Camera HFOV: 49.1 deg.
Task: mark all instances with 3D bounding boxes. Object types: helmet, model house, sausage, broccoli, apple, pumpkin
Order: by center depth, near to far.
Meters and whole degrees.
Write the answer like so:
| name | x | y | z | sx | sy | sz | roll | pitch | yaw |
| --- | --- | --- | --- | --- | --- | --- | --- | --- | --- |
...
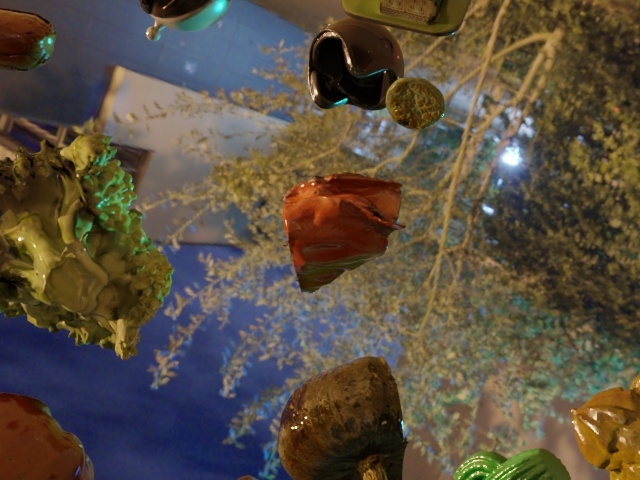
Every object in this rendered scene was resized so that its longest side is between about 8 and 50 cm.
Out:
| name | x | y | z | sx | sy | sz | roll | pitch | yaw |
| --- | --- | --- | --- | --- | --- | --- | --- | --- | --- |
| apple | -0.368 | 0.287 | 0.769 | 0.234 | 0.234 | 0.234 | 22 | -170 | -4 |
| broccoli | -0.370 | 0.036 | 0.996 | 0.293 | 0.348 | 0.281 | -28 | -166 | -18 |
| sausage | -0.572 | -0.315 | 1.064 | 0.330 | 0.102 | 0.102 | 7 | -170 | 0 |
| model house | 0.161 | -0.511 | 1.146 | 0.218 | 0.205 | 0.279 | 16 | 146 | 10 |
| pumpkin | 0.038 | 0.387 | 1.311 | 0.232 | 0.325 | 0.242 | -12 | -148 | -9 |
| helmet | 0.079 | -0.377 | 1.505 | 0.216 | 0.193 | 0.189 | 39 | 148 | -14 |

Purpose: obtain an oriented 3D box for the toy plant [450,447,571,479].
| name | x | y | z | sx | sy | sz | roll | pitch | yaw |
| --- | --- | --- | --- | --- | --- | --- | --- | --- | --- |
| toy plant | 0.260 | 0.385 | 1.022 | 0.088 | 0.240 | 0.155 | -2 | -112 | -46 |

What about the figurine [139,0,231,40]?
| name | x | y | z | sx | sy | sz | roll | pitch | yaw |
| --- | --- | --- | --- | --- | --- | --- | --- | --- | --- |
| figurine | -0.195 | -0.523 | 1.328 | 0.281 | 0.370 | 0.167 | 43 | 163 | 38 |

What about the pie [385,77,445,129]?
| name | x | y | z | sx | sy | sz | roll | pitch | yaw |
| --- | --- | --- | --- | --- | --- | --- | --- | --- | --- |
| pie | 0.128 | -0.187 | 0.955 | 0.085 | 0.085 | 0.017 | 22 | -137 | -6 |

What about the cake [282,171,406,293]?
| name | x | y | z | sx | sy | sz | roll | pitch | yaw |
| --- | --- | --- | --- | --- | --- | --- | --- | --- | --- |
| cake | -0.001 | -0.006 | 0.859 | 0.135 | 0.098 | 0.287 | -1 | 163 | -17 |

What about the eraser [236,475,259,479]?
| name | x | y | z | sx | sy | sz | roll | pitch | yaw |
| --- | --- | --- | --- | --- | --- | --- | --- | --- | --- |
| eraser | -0.074 | 0.516 | 0.850 | 0.359 | 0.272 | 0.122 | 42 | 175 | 36 |

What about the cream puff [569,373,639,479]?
| name | x | y | z | sx | sy | sz | roll | pitch | yaw |
| --- | --- | --- | --- | --- | --- | --- | --- | --- | --- |
| cream puff | 0.284 | 0.164 | 0.564 | 0.116 | 0.146 | 0.146 | 30 | -176 | -35 |
